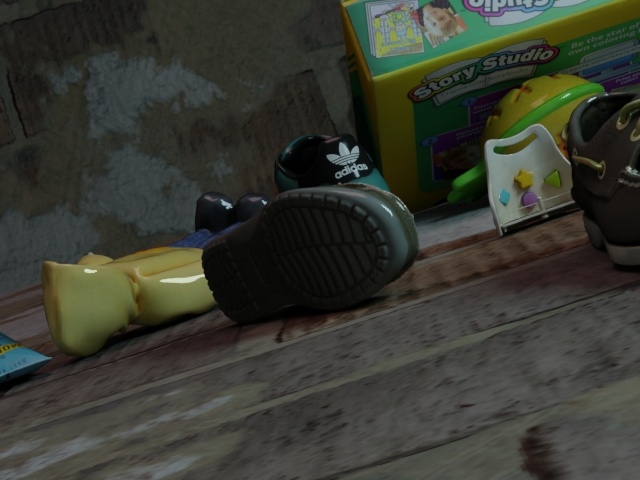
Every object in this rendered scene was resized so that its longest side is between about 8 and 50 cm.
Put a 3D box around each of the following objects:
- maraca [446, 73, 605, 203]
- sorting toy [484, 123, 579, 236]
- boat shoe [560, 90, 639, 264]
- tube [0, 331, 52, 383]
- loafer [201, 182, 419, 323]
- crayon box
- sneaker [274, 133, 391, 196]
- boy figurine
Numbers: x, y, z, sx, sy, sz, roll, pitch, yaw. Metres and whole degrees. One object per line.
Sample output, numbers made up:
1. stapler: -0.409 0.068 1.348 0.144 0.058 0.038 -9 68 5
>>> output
1. maraca: 0.201 -0.093 1.758 0.185 0.099 0.127 -40 -21 25
2. sorting toy: 0.164 -0.051 1.432 0.083 0.075 0.045 -18 4 -10
3. boat shoe: 0.202 -0.046 1.056 0.109 0.091 0.305 -18 4 -2
4. tube: -0.292 0.107 1.585 0.080 0.052 0.207 -26 11 -16
5. loafer: 0.000 0.000 1.331 0.087 0.094 0.251 -25 7 -31
6. crayon box: 0.214 -0.180 1.845 0.363 0.106 0.313 -18 -26 -4
7. sneaker: 0.004 -0.049 1.813 0.108 0.121 0.302 -19 4 -16
8. boy figurine: -0.160 0.029 1.636 0.177 0.092 0.285 4 16 35
